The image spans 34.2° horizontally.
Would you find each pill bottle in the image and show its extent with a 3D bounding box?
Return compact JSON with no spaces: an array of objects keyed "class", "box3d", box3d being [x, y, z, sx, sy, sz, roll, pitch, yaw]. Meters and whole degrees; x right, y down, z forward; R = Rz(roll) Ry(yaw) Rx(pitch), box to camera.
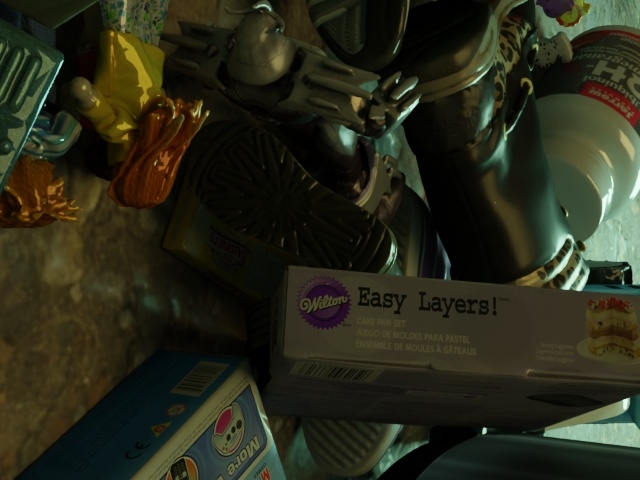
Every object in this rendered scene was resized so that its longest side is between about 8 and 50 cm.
[{"class":"pill bottle","box3d":[0.331,-0.129,1.300,0.318,0.176,0.176,-50,132,-44]}]

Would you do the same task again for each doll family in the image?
[{"class":"doll family","box3d":[-0.153,-0.090,0.599,0.263,0.118,0.163,-5,93,-55]}]

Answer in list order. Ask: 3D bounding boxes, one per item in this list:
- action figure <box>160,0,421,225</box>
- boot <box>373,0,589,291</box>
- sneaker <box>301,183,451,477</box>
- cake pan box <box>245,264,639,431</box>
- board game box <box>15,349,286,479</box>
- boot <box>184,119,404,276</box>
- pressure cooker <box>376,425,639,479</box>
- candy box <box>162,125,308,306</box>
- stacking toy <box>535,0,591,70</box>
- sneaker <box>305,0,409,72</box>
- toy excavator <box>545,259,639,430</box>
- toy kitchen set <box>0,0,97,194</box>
[{"class":"action figure","box3d":[-0.011,-0.101,0.788,0.099,0.185,0.285,-56,157,-9]},{"class":"boot","box3d":[0.170,-0.095,1.015,0.377,0.138,0.284,-57,130,-64]},{"class":"sneaker","box3d":[0.075,0.097,0.988,0.161,0.102,0.282,43,56,-53]},{"class":"cake pan box","box3d":[0.076,0.090,0.766,0.246,0.266,0.070,112,-19,-69]},{"class":"board game box","box3d":[-0.122,0.283,0.699,0.308,0.086,0.302,-44,127,-47]},{"class":"boot","box3d":[-0.002,0.001,0.808,0.076,0.189,0.208,-51,164,-1]},{"class":"pressure cooker","box3d":[0.205,0.361,0.917,0.370,0.420,0.375,-44,115,-32]},{"class":"candy box","box3d":[-0.046,0.000,0.857,0.206,0.027,0.105,41,60,-50]},{"class":"stacking toy","box3d":[0.278,-0.344,1.322,0.221,0.052,0.167,63,34,-25]},{"class":"sneaker","box3d":[0.036,-0.224,0.874,0.132,0.086,0.229,38,34,-63]},{"class":"toy excavator","box3d":[0.367,0.157,1.299,0.445,0.432,0.222,-50,139,-83]},{"class":"toy kitchen set","box3d":[-0.197,-0.093,0.448,0.166,0.122,0.207,26,79,-26]}]
